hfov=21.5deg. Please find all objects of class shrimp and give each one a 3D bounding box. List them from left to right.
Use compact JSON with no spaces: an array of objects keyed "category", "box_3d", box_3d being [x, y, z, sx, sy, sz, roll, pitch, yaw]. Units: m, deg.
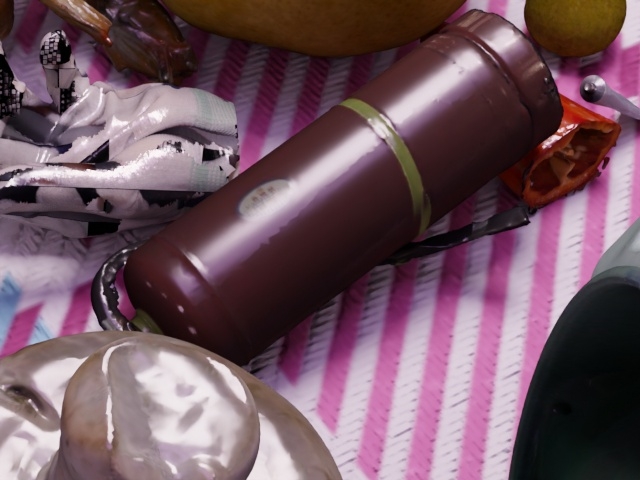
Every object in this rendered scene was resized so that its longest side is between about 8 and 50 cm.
[{"category":"shrimp","box_3d":[-0.159,-0.155,1.150,0.187,0.052,0.132,40,24,23]}]

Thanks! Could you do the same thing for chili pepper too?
[{"category":"chili pepper","box_3d":[0.120,-0.101,1.161,0.088,0.065,0.169,-23,52,-26]}]

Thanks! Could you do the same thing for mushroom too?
[{"category":"mushroom","box_3d":[-0.095,0.129,0.816,0.243,0.243,0.243,4,48,-4]}]

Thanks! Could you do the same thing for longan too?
[{"category":"longan","box_3d":[0.183,-0.167,1.228,0.075,0.075,0.083,-7,9,-13]}]

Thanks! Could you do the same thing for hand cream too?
[{"category":"hand cream","box_3d":[0.204,-0.097,1.161,0.030,0.019,0.093,40,16,29]}]

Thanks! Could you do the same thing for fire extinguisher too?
[{"category":"fire extinguisher","box_3d":[0.000,0.000,1.014,0.341,0.105,0.141,-37,77,-18]}]

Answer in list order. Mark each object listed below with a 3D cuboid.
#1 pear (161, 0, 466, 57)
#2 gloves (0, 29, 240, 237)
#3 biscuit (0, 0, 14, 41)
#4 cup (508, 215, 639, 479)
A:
[{"category":"pear","box_3d":[-0.005,-0.278,1.131,0.314,0.314,0.314,4,48,-4]},{"category":"gloves","box_3d":[-0.158,-0.056,1.053,0.212,0.111,0.127,2,67,-9]},{"category":"biscuit","box_3d":[-0.375,-0.180,1.166,0.262,0.052,0.277,-31,60,-27]},{"category":"cup","box_3d":[0.293,0.139,0.763,0.392,0.401,0.310,4,23,-10]}]
